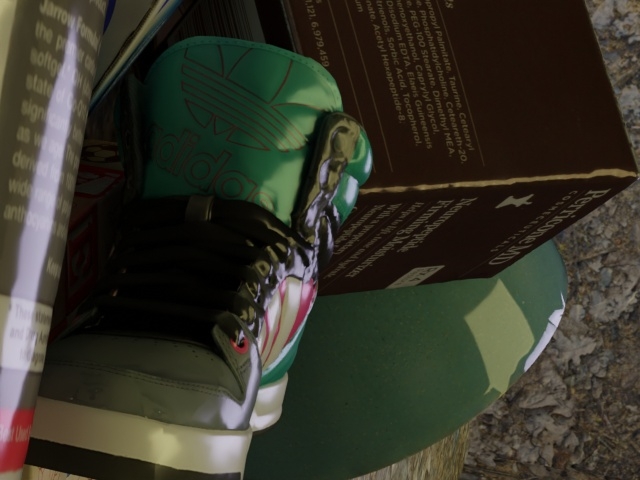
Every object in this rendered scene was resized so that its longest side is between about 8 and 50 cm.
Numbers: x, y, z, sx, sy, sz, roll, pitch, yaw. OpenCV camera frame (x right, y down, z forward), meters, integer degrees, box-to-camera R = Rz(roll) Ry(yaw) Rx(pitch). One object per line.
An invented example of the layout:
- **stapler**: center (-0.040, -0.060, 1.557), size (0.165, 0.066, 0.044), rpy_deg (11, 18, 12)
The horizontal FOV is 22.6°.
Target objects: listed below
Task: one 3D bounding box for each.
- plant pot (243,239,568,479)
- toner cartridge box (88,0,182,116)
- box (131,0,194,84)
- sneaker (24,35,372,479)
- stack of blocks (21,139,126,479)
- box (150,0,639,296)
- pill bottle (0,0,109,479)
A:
- **plant pot**: center (0.000, 0.000, 1.111), size (0.195, 0.290, 0.290), rpy_deg (61, 29, -25)
- **toner cartridge box**: center (-0.050, -0.201, 0.787), size (0.165, 0.075, 0.348), rpy_deg (-45, -170, 51)
- **box**: center (-0.087, -0.194, 1.079), size (0.201, 0.021, 0.164), rpy_deg (-66, 161, -55)
- **sneaker**: center (-0.050, 0.001, 0.684), size (0.295, 0.123, 0.179), rpy_deg (-28, 129, -84)
- **stack of blocks**: center (-0.152, 0.112, 0.808), size (0.171, 0.087, 0.297), rpy_deg (-55, 151, -66)
- **box**: center (0.037, -0.073, 0.919), size (0.168, 0.203, 0.167), rpy_deg (-41, -121, 55)
- **pill bottle**: center (-0.149, -0.079, 0.468), size (0.176, 0.176, 0.319), rpy_deg (35, 64, -77)
